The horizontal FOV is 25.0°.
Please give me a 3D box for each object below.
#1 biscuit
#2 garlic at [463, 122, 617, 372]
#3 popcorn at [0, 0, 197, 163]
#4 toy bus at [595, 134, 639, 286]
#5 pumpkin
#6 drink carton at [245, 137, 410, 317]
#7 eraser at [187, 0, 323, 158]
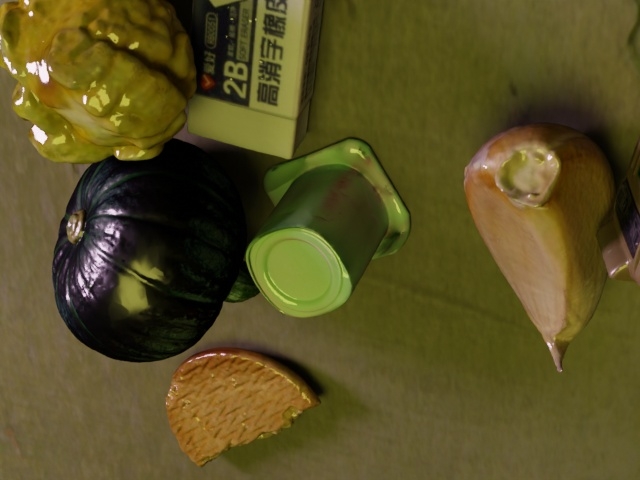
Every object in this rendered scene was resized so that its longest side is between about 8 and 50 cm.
[{"bbox_3d":[-0.112,0.194,1.770,0.144,0.033,0.224,48,127,-10],"label":"biscuit"},{"bbox_3d":[0.218,-0.010,1.408,0.145,0.164,0.245,-8,126,15],"label":"garlic"},{"bbox_3d":[-0.222,-0.180,1.465,0.226,0.200,0.203,19,154,13],"label":"popcorn"},{"bbox_3d":[0.361,-0.072,1.289,0.157,0.139,0.289,6,130,-8],"label":"toy bus"},{"bbox_3d":[-0.158,0.018,1.558,0.248,0.248,0.248,11,126,16],"label":"pumpkin"},{"bbox_3d":[0.000,0.000,1.521,0.146,0.142,0.144,-20,114,31],"label":"drink carton"},{"bbox_3d":[-0.068,-0.195,1.462,0.124,0.068,0.210,15,127,10],"label":"eraser"}]
